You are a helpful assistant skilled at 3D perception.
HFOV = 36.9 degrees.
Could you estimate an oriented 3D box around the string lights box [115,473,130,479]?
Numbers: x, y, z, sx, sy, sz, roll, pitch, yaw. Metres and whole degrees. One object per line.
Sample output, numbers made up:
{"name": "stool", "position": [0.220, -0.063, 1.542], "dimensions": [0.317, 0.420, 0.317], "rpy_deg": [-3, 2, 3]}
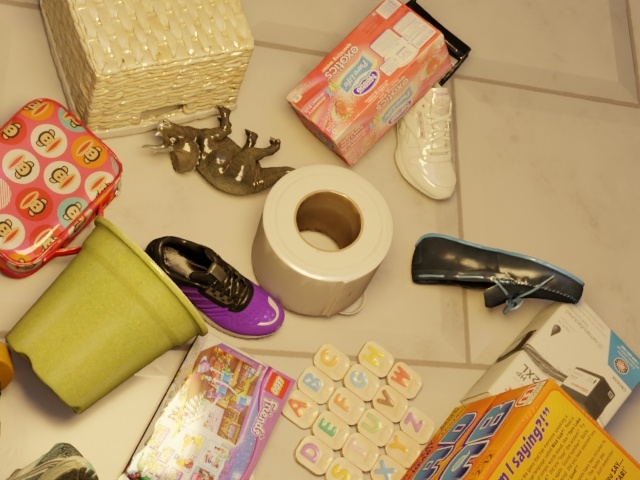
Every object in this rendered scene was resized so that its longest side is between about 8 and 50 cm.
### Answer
{"name": "string lights box", "position": [-0.270, 0.508, 1.573], "dimensions": [0.259, 0.133, 0.077], "rpy_deg": [47, 64, 1]}

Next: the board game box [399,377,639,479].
{"name": "board game box", "position": [0.338, 0.511, 1.653], "dimensions": [0.356, 0.356, 0.356], "rpy_deg": [45, 64, -2]}

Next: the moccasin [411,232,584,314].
{"name": "moccasin", "position": [0.349, 0.086, 1.924], "dimensions": [0.342, 0.137, 0.116], "rpy_deg": [14, 74, 19]}

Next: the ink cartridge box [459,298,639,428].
{"name": "ink cartridge box", "position": [0.467, 0.290, 1.909], "dimensions": [0.223, 0.129, 0.307], "rpy_deg": [47, 63, 1]}

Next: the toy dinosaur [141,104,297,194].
{"name": "toy dinosaur", "position": [-0.178, -0.158, 1.874], "dimensions": [0.314, 0.121, 0.160], "rpy_deg": [31, 76, -11]}

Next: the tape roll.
{"name": "tape roll", "position": [0.000, 0.000, 1.810], "dimensions": [0.246, 0.169, 0.246], "rpy_deg": [5, 62, -10]}

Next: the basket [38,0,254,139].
{"name": "basket", "position": [-0.331, -0.410, 1.812], "dimensions": [0.329, 0.266, 0.331], "rpy_deg": [-15, 75, -22]}

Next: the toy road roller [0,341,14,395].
{"name": "toy road roller", "position": [-0.659, 0.221, 1.515], "dimensions": [0.330, 0.202, 0.240], "rpy_deg": [-6, 59, -22]}

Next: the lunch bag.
{"name": "lunch bag", "position": [-0.500, -0.084, 1.714], "dimensions": [0.258, 0.120, 0.293], "rpy_deg": [42, 63, -1]}

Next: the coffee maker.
{"name": "coffee maker", "position": [0.237, -0.438, 2.098], "dimensions": [0.178, 0.120, 0.171], "rpy_deg": [40, 63, -2]}

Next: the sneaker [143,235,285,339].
{"name": "sneaker", "position": [-0.191, 0.082, 1.746], "dimensions": [0.293, 0.146, 0.102], "rpy_deg": [28, 65, -7]}

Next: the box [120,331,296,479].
{"name": "box", "position": [-0.195, 0.332, 1.704], "dimensions": [0.201, 0.057, 0.293], "rpy_deg": [30, 64, -6]}

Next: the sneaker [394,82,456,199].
{"name": "sneaker", "position": [0.218, -0.234, 1.999], "dimensions": [0.114, 0.152, 0.305], "rpy_deg": [-11, 76, -28]}

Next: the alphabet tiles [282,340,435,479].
{"name": "alphabet tiles", "position": [0.076, 0.335, 1.819], "dimensions": [0.278, 0.021, 0.284], "rpy_deg": [38, 64, -3]}

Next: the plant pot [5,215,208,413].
{"name": "plant pot", "position": [-0.376, 0.142, 1.617], "dimensions": [0.254, 0.276, 0.276], "rpy_deg": [-43, 89, -15]}

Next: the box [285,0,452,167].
{"name": "box", "position": [0.101, -0.316, 1.911], "dimensions": [0.300, 0.142, 0.154], "rpy_deg": [-46, 65, -2]}

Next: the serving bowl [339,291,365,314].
{"name": "serving bowl", "position": [0.046, 0.108, 1.885], "dimensions": [0.083, 0.027, 0.083], "rpy_deg": [6, 69, -18]}

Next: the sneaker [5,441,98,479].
{"name": "sneaker", "position": [-0.488, 0.442, 1.551], "dimensions": [0.283, 0.122, 0.110], "rpy_deg": [-38, 126, -9]}
